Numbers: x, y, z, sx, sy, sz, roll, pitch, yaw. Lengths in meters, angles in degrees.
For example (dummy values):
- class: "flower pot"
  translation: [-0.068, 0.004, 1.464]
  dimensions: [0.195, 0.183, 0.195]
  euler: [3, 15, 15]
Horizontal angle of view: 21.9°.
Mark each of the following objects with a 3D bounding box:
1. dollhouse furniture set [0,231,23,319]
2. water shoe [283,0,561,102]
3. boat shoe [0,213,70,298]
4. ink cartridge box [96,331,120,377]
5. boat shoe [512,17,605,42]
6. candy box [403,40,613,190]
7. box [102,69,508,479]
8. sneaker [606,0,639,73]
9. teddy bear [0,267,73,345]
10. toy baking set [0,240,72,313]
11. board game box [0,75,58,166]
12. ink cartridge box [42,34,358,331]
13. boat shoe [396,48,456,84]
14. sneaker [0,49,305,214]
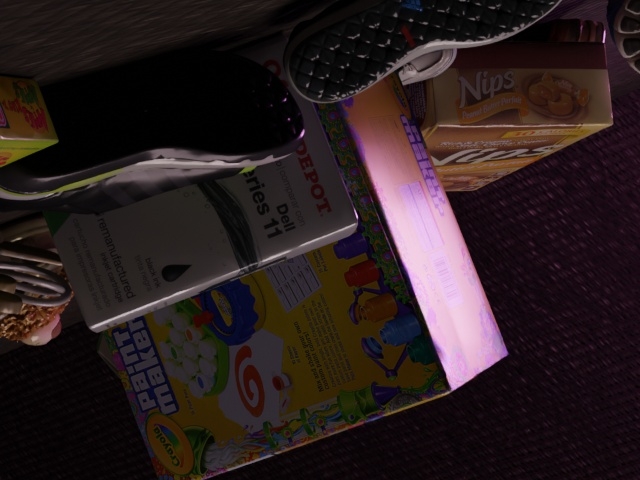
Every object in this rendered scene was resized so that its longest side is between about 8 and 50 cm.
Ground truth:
- class: "dollhouse furniture set"
  translation: [-0.370, 0.084, 1.453]
  dimensions: [0.242, 0.161, 0.212]
  euler: [-20, 177, -14]
- class: "water shoe"
  translation: [0.066, -0.161, 1.108]
  dimensions: [0.203, 0.073, 0.080]
  euler: [-21, -156, 3]
- class: "boat shoe"
  translation: [-0.332, 0.041, 1.654]
  dimensions: [0.285, 0.089, 0.104]
  euler: [-20, 177, -29]
- class: "ink cartridge box"
  translation: [-0.057, 0.057, 1.707]
  dimensions: [0.289, 0.211, 0.121]
  euler: [8, -162, -38]
- class: "boat shoe"
  translation: [0.220, -0.192, 1.676]
  dimensions: [0.060, 0.064, 0.178]
  euler: [15, 168, -18]
- class: "candy box"
  translation: [0.132, -0.117, 1.643]
  dimensions: [0.183, 0.087, 0.316]
  euler: [-2, 172, -19]
- class: "box"
  translation: [-0.037, 0.022, 1.411]
  dimensions: [0.279, 0.290, 0.177]
  euler: [-21, 178, 22]
- class: "sneaker"
  translation: [0.419, -0.241, 1.531]
  dimensions: [0.330, 0.129, 0.147]
  euler: [-10, -157, -4]
- class: "teddy bear"
  translation: [-0.435, 0.103, 1.939]
  dimensions: [0.338, 0.113, 0.245]
  euler: [-20, 180, -8]
- class: "toy baking set"
  translation: [-0.281, 0.019, 1.146]
  dimensions: [0.197, 0.030, 0.256]
  euler: [17, -172, 7]
- class: "board game box"
  translation: [-0.258, -0.045, 0.983]
  dimensions: [0.181, 0.043, 0.092]
  euler: [-21, 177, 13]
- class: "ink cartridge box"
  translation: [-0.094, -0.040, 1.191]
  dimensions: [0.208, 0.153, 0.087]
  euler: [-22, 178, -6]
- class: "boat shoe"
  translation: [0.072, -0.154, 1.460]
  dimensions: [0.100, 0.035, 0.035]
  euler: [-15, -177, 29]
- class: "sneaker"
  translation: [-0.128, -0.066, 1.108]
  dimensions: [0.235, 0.084, 0.097]
  euler: [-8, 160, -26]
